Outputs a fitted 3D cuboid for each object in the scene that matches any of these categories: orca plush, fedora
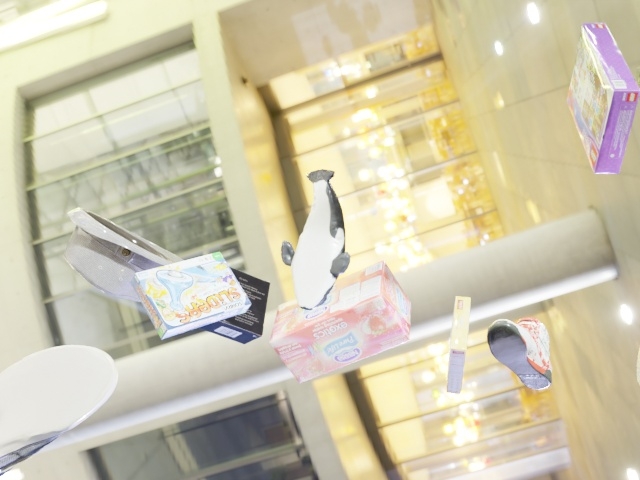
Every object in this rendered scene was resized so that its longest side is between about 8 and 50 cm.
[{"bbox_3d":[0.000,0.000,1.705,0.102,0.151,0.287,13,-112,-67],"label":"orca plush"},{"bbox_3d":[-0.419,0.045,1.700,0.275,0.124,0.243,30,179,-30],"label":"fedora"}]

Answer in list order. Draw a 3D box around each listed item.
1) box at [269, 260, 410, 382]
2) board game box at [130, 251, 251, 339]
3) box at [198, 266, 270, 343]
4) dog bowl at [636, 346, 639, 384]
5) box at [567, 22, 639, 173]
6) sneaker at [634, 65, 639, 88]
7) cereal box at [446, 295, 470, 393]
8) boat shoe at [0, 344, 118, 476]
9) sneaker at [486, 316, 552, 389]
[{"bbox_3d":[0.049,0.191,1.901,0.142,0.299,0.154,56,-158,-23],"label":"box"},{"bbox_3d":[-0.252,0.104,1.599,0.201,0.035,0.136,-16,-116,-42],"label":"board game box"},{"bbox_3d":[-0.226,0.164,2.097,0.156,0.093,0.158,24,-123,-28],"label":"box"},{"bbox_3d":[0.814,0.227,1.826,0.265,0.104,0.265,20,-90,-83],"label":"dog bowl"},{"bbox_3d":[0.598,-0.308,1.744,0.293,0.057,0.201,-88,-3,-49],"label":"box"},{"bbox_3d":[0.819,-0.330,1.795,0.130,0.227,0.087,-82,-4,-45],"label":"sneaker"},{"bbox_3d":[0.379,0.290,2.248,0.240,0.047,0.173,83,-164,-50],"label":"cereal box"},{"bbox_3d":[-0.450,0.268,1.234,0.127,0.340,0.158,64,177,15],"label":"boat shoe"},{"bbox_3d":[0.474,0.231,1.954,0.270,0.090,0.145,46,-142,-34],"label":"sneaker"}]
